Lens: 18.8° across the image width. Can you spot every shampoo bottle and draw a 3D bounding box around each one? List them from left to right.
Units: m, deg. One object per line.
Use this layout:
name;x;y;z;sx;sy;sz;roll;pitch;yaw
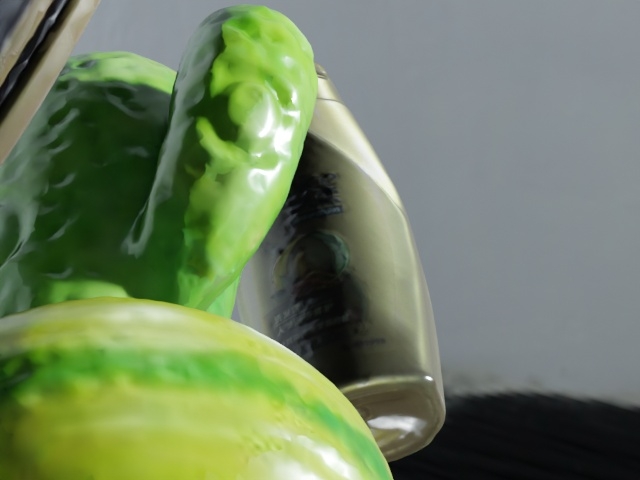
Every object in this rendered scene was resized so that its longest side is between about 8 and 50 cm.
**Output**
shampoo bottle;0.000;0.000;1.319;0.350;0.126;0.084;-102;174;-46

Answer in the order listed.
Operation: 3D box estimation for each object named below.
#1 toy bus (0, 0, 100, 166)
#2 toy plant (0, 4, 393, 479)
toy bus;-0.185;-0.079;0.484;0.157;0.290;0.139;44;66;-38
toy plant;-0.079;0.038;0.648;0.224;0.316;0.184;-42;124;18
